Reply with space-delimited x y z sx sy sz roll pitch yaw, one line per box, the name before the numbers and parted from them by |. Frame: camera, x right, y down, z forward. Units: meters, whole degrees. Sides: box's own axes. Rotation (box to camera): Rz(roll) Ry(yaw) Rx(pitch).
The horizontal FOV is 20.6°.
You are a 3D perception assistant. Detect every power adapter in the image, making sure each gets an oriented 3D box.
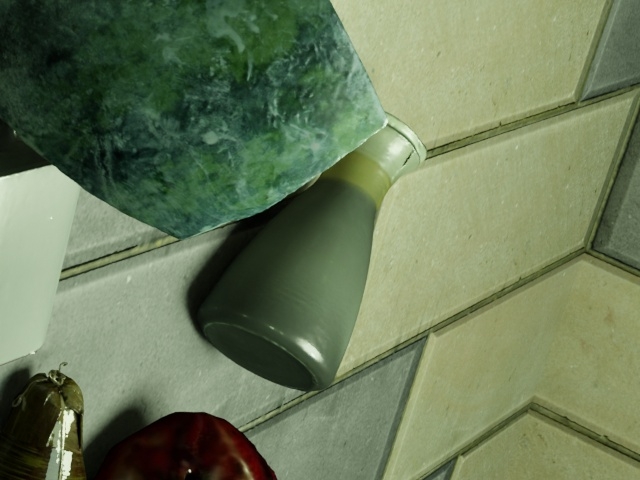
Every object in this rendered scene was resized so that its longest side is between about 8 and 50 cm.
power adapter | -0.287 -0.026 1.436 0.187 0.124 0.255 -21 133 -59

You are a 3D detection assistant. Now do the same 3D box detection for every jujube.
jujube | -0.169 0.376 1.965 0.258 0.258 0.376 -25 131 -56

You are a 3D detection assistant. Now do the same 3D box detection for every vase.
vase | 0.000 0.000 2.046 0.321 0.173 0.173 -63 158 -22

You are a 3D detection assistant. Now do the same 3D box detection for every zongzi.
zongzi | -0.246 0.226 1.766 0.184 0.084 0.187 22 94 -40

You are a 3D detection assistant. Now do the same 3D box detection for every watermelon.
watermelon | -0.118 -0.170 1.375 0.228 0.387 0.258 -60 173 24
